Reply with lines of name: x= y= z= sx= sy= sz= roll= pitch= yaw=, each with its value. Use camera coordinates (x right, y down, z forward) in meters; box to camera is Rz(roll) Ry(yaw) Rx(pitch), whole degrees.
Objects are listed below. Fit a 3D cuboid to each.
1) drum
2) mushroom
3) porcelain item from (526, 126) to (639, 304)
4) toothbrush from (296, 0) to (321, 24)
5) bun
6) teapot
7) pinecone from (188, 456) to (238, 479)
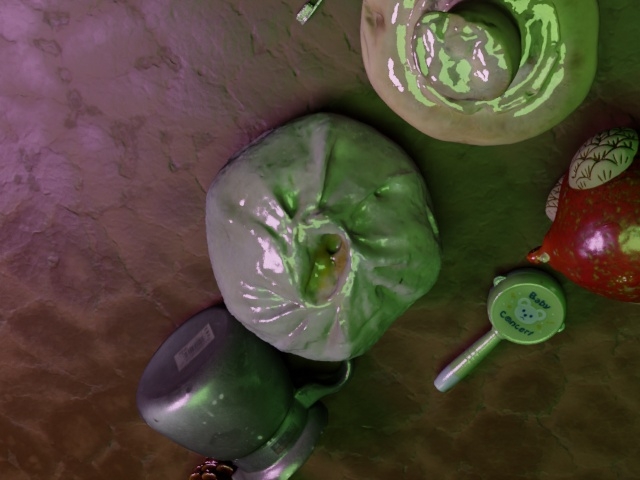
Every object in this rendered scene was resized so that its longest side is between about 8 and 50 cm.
drum: x=0.282 y=0.151 z=1.680 sx=0.130 sy=0.049 sz=0.253 roll=23 pitch=120 yaw=-3
mushroom: x=0.181 y=-0.238 z=1.322 sx=0.314 sy=0.336 sz=0.314 roll=6 pitch=113 yaw=13
porcelain item: x=0.381 y=-0.022 z=1.461 sx=0.253 sy=0.253 sz=0.253 roll=4 pitch=119 yaw=7
toothbrush: x=0.029 y=-0.360 z=1.461 sx=0.017 sy=0.014 sz=0.194 roll=37 pitch=118 yaw=-11
bun: x=-0.006 y=-0.002 z=1.540 sx=0.354 sy=0.194 sz=0.354 roll=1 pitch=103 yaw=5
teapot: x=-0.098 y=0.234 z=1.740 sx=0.285 sy=0.305 sz=0.223 roll=47 pitch=152 yaw=-24
pinecone: x=-0.159 y=0.443 z=1.850 sx=0.163 sy=0.165 sz=0.163 roll=11 pitch=121 yaw=18
